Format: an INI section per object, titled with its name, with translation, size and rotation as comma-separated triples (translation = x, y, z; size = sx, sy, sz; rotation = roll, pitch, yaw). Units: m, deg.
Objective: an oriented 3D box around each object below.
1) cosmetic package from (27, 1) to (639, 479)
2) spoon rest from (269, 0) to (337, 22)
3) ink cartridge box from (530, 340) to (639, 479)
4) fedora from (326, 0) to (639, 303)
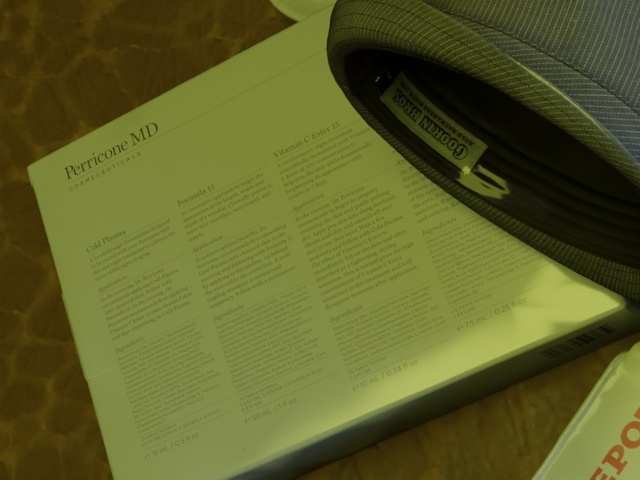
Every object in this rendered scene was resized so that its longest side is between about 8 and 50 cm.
[cosmetic package]
translation = 0.000, 0.000, 1.049
size = 0.377, 0.097, 0.284
rotation = -25, 71, 17
[spoon rest]
translation = 0.062, -0.269, 1.089
size = 0.276, 0.084, 0.137
rotation = -39, 65, 11
[ink cartridge box]
translation = 0.256, 0.236, 0.858
size = 0.307, 0.129, 0.223
rotation = 35, 94, 27
[fedora]
translation = 0.138, -0.082, 0.834
size = 0.275, 0.243, 0.124
rotation = 30, 77, 37
